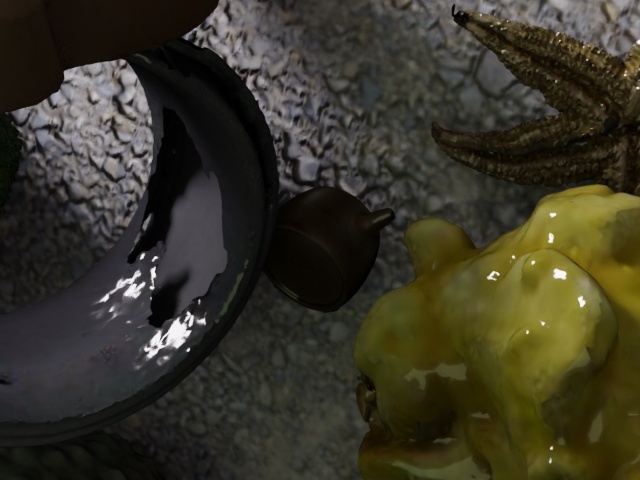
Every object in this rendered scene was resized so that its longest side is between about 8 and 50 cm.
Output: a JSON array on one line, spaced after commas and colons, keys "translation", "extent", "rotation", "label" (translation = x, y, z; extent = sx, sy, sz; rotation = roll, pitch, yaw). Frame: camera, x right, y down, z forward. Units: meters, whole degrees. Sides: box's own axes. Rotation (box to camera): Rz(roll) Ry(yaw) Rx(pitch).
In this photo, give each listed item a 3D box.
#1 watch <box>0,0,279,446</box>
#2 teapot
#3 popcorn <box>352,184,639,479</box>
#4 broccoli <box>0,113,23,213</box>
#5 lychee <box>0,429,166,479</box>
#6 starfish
[{"translation": [-0.156, -0.054, 0.727], "extent": [0.314, 0.335, 0.327], "rotation": [36, 134, 46], "label": "watch"}, {"translation": [0.000, 0.000, 0.804], "extent": [0.121, 0.068, 0.076], "rotation": [-14, 117, 48], "label": "teapot"}, {"translation": [0.140, 0.106, 0.668], "extent": [0.252, 0.215, 0.286], "rotation": [25, 128, 41], "label": "popcorn"}, {"translation": [-0.388, -0.036, 0.859], "extent": [0.321, 0.283, 0.303], "rotation": [-6, 86, 11], "label": "broccoli"}, {"translation": [-0.198, 0.259, 0.843], "extent": [0.274, 0.255, 0.255], "rotation": [32, 113, 24], "label": "lychee"}, {"translation": [0.176, -0.065, 0.715], "extent": [0.227, 0.043, 0.240], "rotation": [19, 113, 23], "label": "starfish"}]
